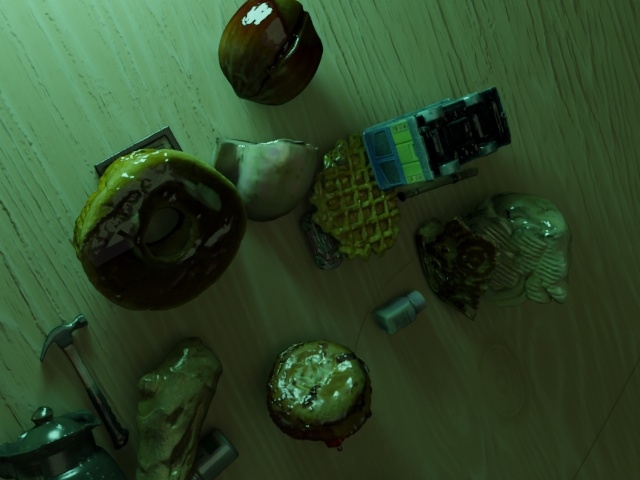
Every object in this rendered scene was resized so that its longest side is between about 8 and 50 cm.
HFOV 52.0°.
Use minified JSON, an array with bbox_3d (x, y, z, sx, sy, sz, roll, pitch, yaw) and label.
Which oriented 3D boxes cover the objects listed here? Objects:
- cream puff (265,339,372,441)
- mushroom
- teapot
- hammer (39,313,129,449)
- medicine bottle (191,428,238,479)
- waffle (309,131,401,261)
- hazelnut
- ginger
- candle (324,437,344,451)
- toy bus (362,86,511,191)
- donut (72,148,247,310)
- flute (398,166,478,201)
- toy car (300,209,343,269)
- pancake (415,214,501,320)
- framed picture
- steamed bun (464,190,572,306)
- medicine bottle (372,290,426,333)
[{"bbox_3d":[-0.001,0.336,1.440,0.240,0.240,0.164,-22,134,-21],"label":"cream puff"},{"bbox_3d":[-0.107,-0.124,1.369,0.236,0.162,0.173,3,92,-22],"label":"mushroom"},{"bbox_3d":[-0.516,0.455,1.252,0.223,0.305,0.285,-23,98,-61],"label":"teapot"},{"bbox_3d":[-0.462,0.296,1.321,0.111,0.033,0.288,-30,106,-20],"label":"hammer"},{"bbox_3d":[-0.247,0.475,1.405,0.130,0.080,0.080,-40,109,-16],"label":"medicine bottle"},{"bbox_3d":[0.091,-0.096,1.493,0.262,0.060,0.280,38,67,-29],"label":"waffle"},{"bbox_3d":[-0.100,-0.383,1.342,0.212,0.181,0.181,35,60,-33],"label":"hazelnut"},{"bbox_3d":[-0.297,0.369,1.325,0.190,0.126,0.354,23,71,-52],"label":"ginger"},{"bbox_3d":[0.021,0.443,1.537,0.052,0.052,0.131,-33,107,-18],"label":"candle"},{"bbox_3d":[0.269,-0.232,1.476,0.312,0.190,0.152,-26,101,-36],"label":"toy bus"},{"bbox_3d":[-0.316,-0.031,1.277,0.330,0.160,0.330,-18,122,-32],"label":"donut"},{"bbox_3d":[0.295,-0.141,1.620,0.233,0.027,0.027,-20,102,-21],"label":"flute"},{"bbox_3d":[0.000,0.000,1.487,0.069,0.055,0.142,-23,94,-31],"label":"toy car"},{"bbox_3d":[0.320,0.055,1.589,0.056,0.212,0.257,-33,144,-50],"label":"pancake"},{"bbox_3d":[-0.352,-0.138,1.335,0.168,0.023,0.128,-33,107,-18],"label":"framed picture"},{"bbox_3d":[0.488,0.014,1.622,0.207,0.268,0.280,-44,129,-50],"label":"steamed bun"},{"bbox_3d":[0.193,0.170,1.575,0.118,0.074,0.055,-30,105,-20],"label":"medicine bottle"}]
